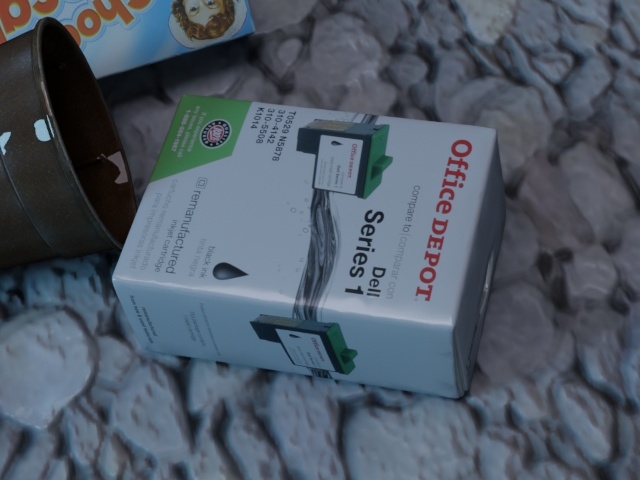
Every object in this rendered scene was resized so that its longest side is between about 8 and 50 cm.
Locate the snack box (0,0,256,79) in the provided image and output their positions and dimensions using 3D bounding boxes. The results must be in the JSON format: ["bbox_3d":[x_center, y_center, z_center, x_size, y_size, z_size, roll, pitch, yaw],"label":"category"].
[{"bbox_3d":[-0.227,-0.197,0.983,0.322,0.187,0.060,-18,10,-9],"label":"snack box"}]

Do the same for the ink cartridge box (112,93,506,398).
[{"bbox_3d":[0.000,0.000,0.867,0.219,0.092,0.160,7,57,14],"label":"ink cartridge box"}]

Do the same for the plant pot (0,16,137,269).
[{"bbox_3d":[-0.230,-0.045,0.903,0.165,0.167,0.167,-19,54,4],"label":"plant pot"}]
